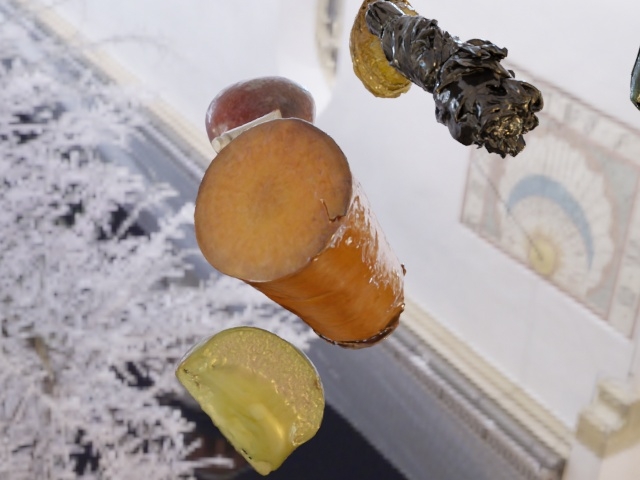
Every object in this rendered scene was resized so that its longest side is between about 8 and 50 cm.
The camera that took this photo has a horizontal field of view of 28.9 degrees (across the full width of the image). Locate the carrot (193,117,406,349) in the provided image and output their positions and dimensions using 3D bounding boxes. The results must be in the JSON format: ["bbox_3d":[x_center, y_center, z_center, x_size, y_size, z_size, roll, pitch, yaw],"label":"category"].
[{"bbox_3d":[0.000,0.000,1.402,0.196,0.196,0.254,28,173,35],"label":"carrot"}]

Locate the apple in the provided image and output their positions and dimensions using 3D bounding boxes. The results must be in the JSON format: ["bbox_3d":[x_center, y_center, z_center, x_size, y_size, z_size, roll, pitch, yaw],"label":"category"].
[{"bbox_3d":[-0.097,0.231,2.026,0.193,0.265,0.120,-32,-157,13],"label":"apple"}]

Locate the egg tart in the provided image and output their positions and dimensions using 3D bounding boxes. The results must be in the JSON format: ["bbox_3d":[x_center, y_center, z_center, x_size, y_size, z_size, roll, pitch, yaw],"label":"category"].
[{"bbox_3d":[0.126,-0.337,2.118,0.074,0.191,0.191,-3,-164,45],"label":"egg tart"}]

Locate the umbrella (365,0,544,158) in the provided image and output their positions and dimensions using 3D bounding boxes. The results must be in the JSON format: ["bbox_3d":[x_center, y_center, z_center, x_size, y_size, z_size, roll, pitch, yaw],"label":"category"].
[{"bbox_3d":[0.185,-0.234,1.744,0.128,0.154,0.336,-33,-141,-9],"label":"umbrella"}]

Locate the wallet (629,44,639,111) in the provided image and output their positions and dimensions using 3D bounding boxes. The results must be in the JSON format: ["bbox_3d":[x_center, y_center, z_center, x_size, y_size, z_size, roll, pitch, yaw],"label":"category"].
[{"bbox_3d":[0.490,-0.289,1.725,0.055,0.236,0.160,16,180,32],"label":"wallet"}]

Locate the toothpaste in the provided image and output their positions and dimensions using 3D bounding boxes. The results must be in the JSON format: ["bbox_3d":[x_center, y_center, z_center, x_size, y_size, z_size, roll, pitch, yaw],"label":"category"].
[{"bbox_3d":[-0.124,-0.189,2.182,0.031,0.048,0.190,-10,-170,38],"label":"toothpaste"}]

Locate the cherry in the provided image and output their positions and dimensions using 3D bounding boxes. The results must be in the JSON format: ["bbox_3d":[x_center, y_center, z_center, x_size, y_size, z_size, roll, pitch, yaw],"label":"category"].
[{"bbox_3d":[-0.112,-0.248,2.742,0.285,0.213,0.236,22,-118,-7],"label":"cherry"}]
